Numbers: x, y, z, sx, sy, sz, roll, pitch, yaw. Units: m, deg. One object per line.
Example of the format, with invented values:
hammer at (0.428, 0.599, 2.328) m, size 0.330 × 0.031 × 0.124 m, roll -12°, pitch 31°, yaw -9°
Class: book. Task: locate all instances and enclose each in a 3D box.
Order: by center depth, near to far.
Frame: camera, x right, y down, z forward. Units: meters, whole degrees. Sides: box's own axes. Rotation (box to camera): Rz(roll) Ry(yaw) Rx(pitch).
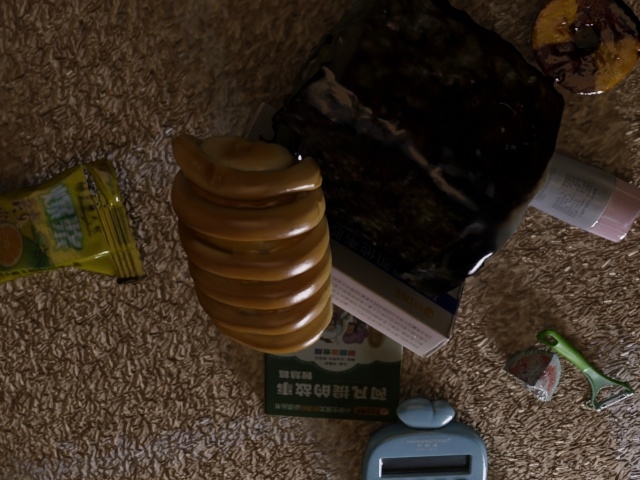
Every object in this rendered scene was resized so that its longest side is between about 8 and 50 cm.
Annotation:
book at (0.019, 0.140, 1.519) m, size 0.202 × 0.027 × 0.264 m, roll 3°, pitch 114°, yaw 1°

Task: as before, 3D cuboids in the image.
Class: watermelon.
watermelon at (0.310, 0.200, 1.504) m, size 0.085 × 0.061 × 0.085 m, roll 8°, pitch 115°, yaw 18°

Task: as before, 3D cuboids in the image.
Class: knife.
knife at (0.371, 0.181, 1.514) m, size 0.166 × 0.022 × 0.078 m, roll 42°, pitch 124°, yaw -13°

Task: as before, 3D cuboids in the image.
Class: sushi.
sushi at (0.106, -0.134, 1.242) m, size 0.294 × 0.299 × 0.281 m, roll 31°, pitch 134°, yaw -7°

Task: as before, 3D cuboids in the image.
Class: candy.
candy at (-0.403, -0.007, 1.456) m, size 0.297 × 0.081 × 0.187 m, roll -10°, pitch 111°, yaw 9°

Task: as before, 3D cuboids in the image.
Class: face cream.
face cream at (0.324, -0.070, 1.390) m, size 0.198 × 0.057 × 0.084 m, roll 23°, pitch 114°, yaw -8°

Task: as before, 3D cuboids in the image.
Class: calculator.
calculator at (0.156, 0.356, 1.586) m, size 0.188 × 0.042 × 0.303 m, roll -1°, pitch 117°, yaw 0°

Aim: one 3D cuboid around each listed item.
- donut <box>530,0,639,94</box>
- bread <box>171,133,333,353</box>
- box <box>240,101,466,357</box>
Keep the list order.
donut at (0.329, -0.253, 1.306) m, size 0.140 × 0.059 × 0.140 m, roll 1°, pitch 114°, yaw 3°
bread at (-0.072, 0.019, 1.193) m, size 0.172 × 0.121 × 0.311 m, roll 10°, pitch 140°, yaw 16°
box at (0.030, -0.015, 1.353) m, size 0.343 × 0.200 × 0.065 m, roll 32°, pitch 135°, yaw -10°
